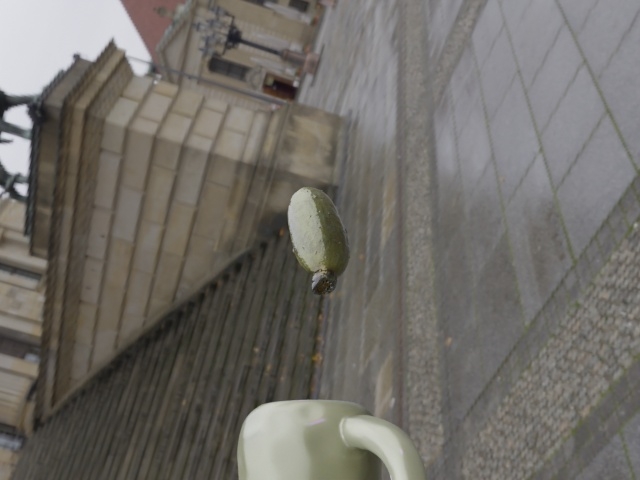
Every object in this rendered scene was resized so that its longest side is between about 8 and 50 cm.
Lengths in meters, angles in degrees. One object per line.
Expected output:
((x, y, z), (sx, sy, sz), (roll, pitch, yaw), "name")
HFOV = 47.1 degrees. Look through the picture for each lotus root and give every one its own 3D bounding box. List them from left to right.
((0.001, 0.000, 1.089), (0.077, 0.090, 0.183), (-30, 48, 19), "lotus root")

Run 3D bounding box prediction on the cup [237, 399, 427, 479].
((-0.001, 0.284, 0.824), (0.255, 0.173, 0.202), (128, 143, -66), "cup")
